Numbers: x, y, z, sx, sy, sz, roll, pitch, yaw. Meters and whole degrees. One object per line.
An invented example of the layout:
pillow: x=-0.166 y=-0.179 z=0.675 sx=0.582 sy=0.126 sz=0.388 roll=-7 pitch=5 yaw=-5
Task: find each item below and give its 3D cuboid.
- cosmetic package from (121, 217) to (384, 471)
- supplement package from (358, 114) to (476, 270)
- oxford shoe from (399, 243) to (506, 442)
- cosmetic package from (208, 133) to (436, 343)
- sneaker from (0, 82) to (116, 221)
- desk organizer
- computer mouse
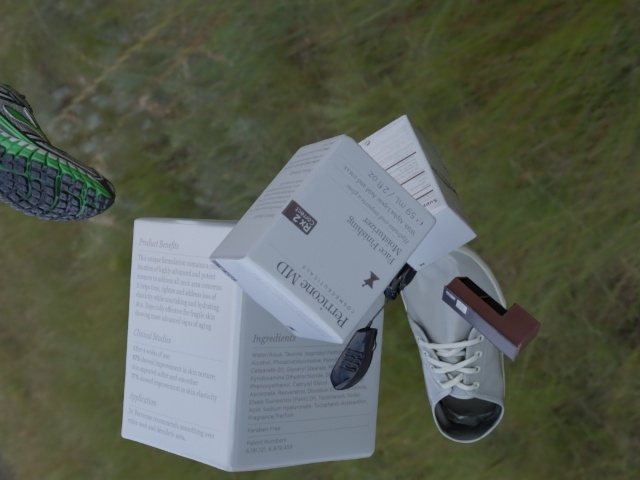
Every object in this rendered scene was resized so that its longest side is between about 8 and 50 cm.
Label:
cosmetic package: x=-0.115 y=0.165 z=2.066 sx=0.329 sy=0.327 sz=0.393 roll=6 pitch=92 yaw=49
supplement package: x=0.129 y=-0.067 z=1.693 sx=0.105 sy=0.105 sz=0.179 roll=40 pitch=-156 yaw=-50
oxford shoe: x=0.231 y=0.177 z=2.006 sx=0.130 sy=0.169 sz=0.449 roll=-74 pitch=-24 yaw=-47
cosmetic package: x=0.000 y=0.000 z=1.364 sx=0.151 sy=0.183 sz=0.151 roll=42 pitch=165 yaw=-15
sneaker: x=-0.443 y=-0.153 z=1.746 sx=0.343 sy=0.146 sz=0.134 roll=35 pitch=139 yaw=-17
desk organizer: x=0.228 y=0.095 z=1.601 sx=0.130 sy=0.050 sz=0.047 roll=41 pitch=161 yaw=20
computer mouse: x=0.092 y=0.128 z=1.816 sx=0.041 sy=0.242 sz=0.071 roll=33 pitch=-177 yaw=22
